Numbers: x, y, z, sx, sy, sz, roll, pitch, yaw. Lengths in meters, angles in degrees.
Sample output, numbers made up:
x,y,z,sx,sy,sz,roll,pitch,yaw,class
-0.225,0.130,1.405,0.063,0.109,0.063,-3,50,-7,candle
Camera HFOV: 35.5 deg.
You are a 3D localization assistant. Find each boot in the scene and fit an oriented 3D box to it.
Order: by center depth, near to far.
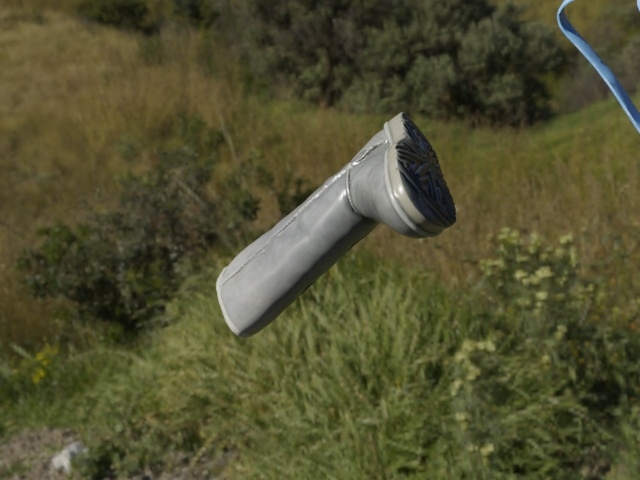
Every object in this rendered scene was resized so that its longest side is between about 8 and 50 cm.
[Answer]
x,y,z,sx,sy,sz,roll,pitch,yaw,class
0.001,0.002,0.774,0.208,0.076,0.189,-35,13,15,boot

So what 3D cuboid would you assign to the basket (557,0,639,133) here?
x,y,z,sx,sy,sz,roll,pitch,yaw,class
0.473,-0.253,1.240,0.289,0.255,0.201,-26,24,43,basket
